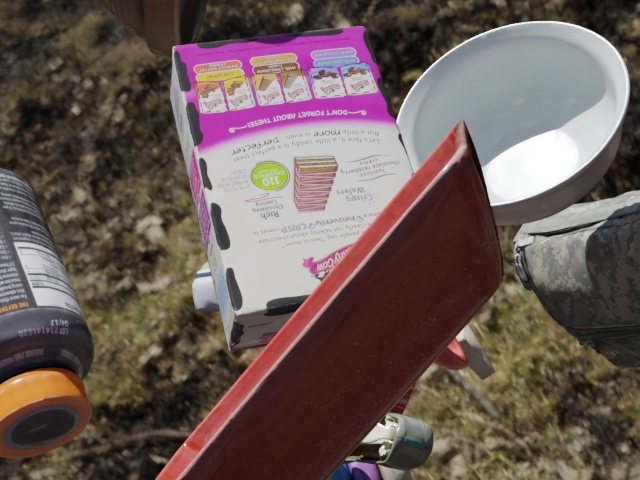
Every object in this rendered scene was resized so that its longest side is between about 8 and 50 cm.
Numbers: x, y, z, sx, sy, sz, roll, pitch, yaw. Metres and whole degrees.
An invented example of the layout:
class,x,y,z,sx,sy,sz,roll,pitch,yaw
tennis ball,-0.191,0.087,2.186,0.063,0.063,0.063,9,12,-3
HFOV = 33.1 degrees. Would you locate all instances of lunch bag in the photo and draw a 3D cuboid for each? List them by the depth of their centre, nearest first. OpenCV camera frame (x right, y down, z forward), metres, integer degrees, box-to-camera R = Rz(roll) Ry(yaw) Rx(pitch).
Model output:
class,x,y,z,sx,sy,sz,roll,pitch,yaw
lunch bag,0.454,0.036,1.539,0.305,0.256,0.212,-16,41,59

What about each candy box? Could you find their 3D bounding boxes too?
class,x,y,z,sx,sy,sz,roll,pitch,yaw
candy box,-0.016,-0.045,0.818,0.159,0.071,0.233,-8,63,-14

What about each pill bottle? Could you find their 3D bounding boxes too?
class,x,y,z,sx,sy,sz,roll,pitch,yaw
pill bottle,-0.275,0.063,0.925,0.130,0.130,0.245,-33,58,5

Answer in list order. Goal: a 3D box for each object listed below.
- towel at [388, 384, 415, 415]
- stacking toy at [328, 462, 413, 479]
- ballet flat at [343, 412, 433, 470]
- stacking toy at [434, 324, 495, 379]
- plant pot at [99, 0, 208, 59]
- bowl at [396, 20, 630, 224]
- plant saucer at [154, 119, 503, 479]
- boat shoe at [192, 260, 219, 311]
class,x,y,z,sx,sy,sz,roll,pitch,yaw
towel,0.053,0.313,1.976,0.031,0.199,0.274,-110,40,-71
stacking toy,-0.052,0.333,1.338,0.331,0.141,0.141,-19,41,-7
ballet flat,0.036,0.214,1.204,0.213,0.068,0.072,-7,65,51
stacking toy,0.081,0.078,1.427,0.130,0.279,0.308,-34,54,14
plant pot,-0.151,-0.282,0.937,0.110,0.237,0.237,10,51,-2
bowl,0.252,-0.125,1.361,0.298,0.134,0.297,-15,50,18
plant saucer,-0.003,0.061,0.494,0.258,0.048,0.259,-50,1,11
boat shoe,0.000,0.000,0.972,0.109,0.094,0.302,-4,6,41
